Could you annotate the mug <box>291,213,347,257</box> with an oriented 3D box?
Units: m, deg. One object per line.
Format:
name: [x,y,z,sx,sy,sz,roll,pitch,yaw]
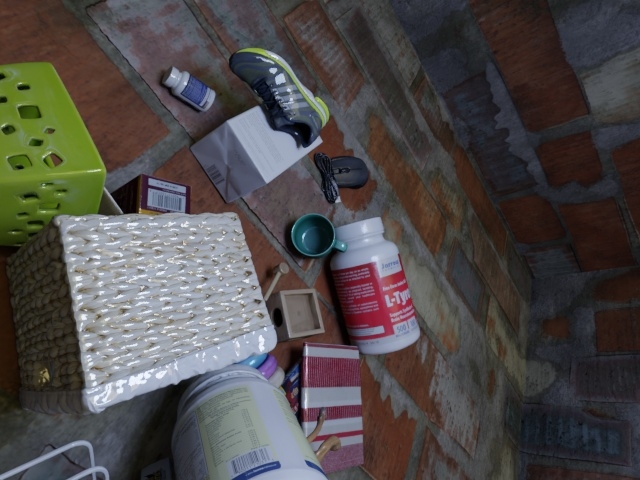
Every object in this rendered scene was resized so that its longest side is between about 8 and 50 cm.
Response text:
mug: [-0.010,0.002,1.244,0.157,0.130,0.097,54,-2,11]

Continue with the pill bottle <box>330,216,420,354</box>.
pill bottle: [0.163,0.140,1.330,0.229,0.229,0.406,-15,90,-50]

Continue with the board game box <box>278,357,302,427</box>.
board game box: [-0.044,0.431,1.134,0.194,0.060,0.194,-41,109,-48]

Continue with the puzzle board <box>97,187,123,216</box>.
puzzle board: [-0.440,-0.073,0.786,0.096,0.128,0.011,61,33,-16]

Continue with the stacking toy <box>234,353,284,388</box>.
stacking toy: [-0.217,0.216,0.965,0.141,0.141,0.329,-32,97,-49]

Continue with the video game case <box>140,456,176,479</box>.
video game case: [-0.252,0.563,0.717,0.061,0.244,0.269,-16,90,-22]

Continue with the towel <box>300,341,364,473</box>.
towel: [0.030,0.457,1.139,0.237,0.037,0.328,19,63,-44]

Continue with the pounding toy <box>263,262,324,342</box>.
pounding toy: [-0.105,0.171,1.128,0.181,0.094,0.205,2,67,-43]

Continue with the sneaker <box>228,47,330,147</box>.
sneaker: [-0.098,-0.348,1.015,0.300,0.111,0.121,31,58,-32]

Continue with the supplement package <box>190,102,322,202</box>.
supplement package: [-0.164,-0.261,1.123,0.177,0.176,0.293,58,43,-15]

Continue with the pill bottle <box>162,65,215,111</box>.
pill bottle: [-0.337,-0.388,1.050,0.120,0.067,0.066,27,59,-42]

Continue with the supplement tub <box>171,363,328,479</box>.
supplement tub: [-0.136,0.399,0.735,0.236,0.325,0.235,-9,112,-22]

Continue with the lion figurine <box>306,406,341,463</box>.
lion figurine: [-0.106,0.569,0.896,0.240,0.142,0.391,13,92,-54]

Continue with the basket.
basket: [-0.314,0.114,0.721,0.332,0.329,0.266,-5,80,-49]

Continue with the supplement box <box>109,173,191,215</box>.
supplement box: [-0.356,-0.062,0.831,0.104,0.188,0.080,12,71,-46]

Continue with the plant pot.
plant pot: [-0.495,-0.117,0.636,0.207,0.228,0.227,-20,74,-44]

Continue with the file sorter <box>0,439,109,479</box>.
file sorter: [-0.355,0.448,0.553,0.193,0.278,0.172,-14,122,-43]

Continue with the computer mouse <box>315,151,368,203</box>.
computer mouse: [0.104,-0.244,1.504,0.272,0.072,0.188,-17,91,-50]
